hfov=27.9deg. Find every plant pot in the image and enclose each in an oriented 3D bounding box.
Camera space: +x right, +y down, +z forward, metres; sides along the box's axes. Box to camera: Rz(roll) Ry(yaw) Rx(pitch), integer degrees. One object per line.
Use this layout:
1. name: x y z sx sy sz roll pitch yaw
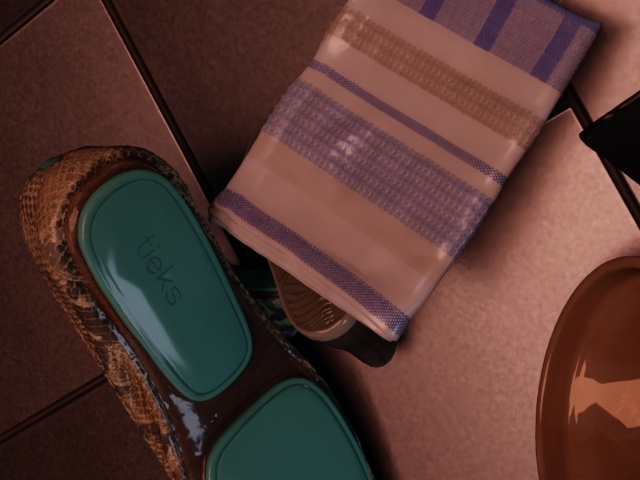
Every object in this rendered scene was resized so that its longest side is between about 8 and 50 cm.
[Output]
1. plant pot: 0.256 0.132 0.927 0.109 0.237 0.237 6 107 -19

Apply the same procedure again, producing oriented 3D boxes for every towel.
1. towel: 0.055 -0.087 0.986 0.209 0.034 0.285 35 93 31

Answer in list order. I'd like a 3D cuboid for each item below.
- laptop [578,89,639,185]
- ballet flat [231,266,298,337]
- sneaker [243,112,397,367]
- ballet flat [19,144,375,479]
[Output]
1. laptop: 0.352 -0.035 0.856 0.234 0.264 0.137 -36 46 27
2. ballet flat: -0.098 0.052 1.150 0.188 0.070 0.070 10 104 29
3. sneaker: 0.000 0.000 1.084 0.083 0.118 0.222 -20 61 15
4. ballet flat: -0.097 0.126 1.087 0.182 0.164 0.483 7 132 57
